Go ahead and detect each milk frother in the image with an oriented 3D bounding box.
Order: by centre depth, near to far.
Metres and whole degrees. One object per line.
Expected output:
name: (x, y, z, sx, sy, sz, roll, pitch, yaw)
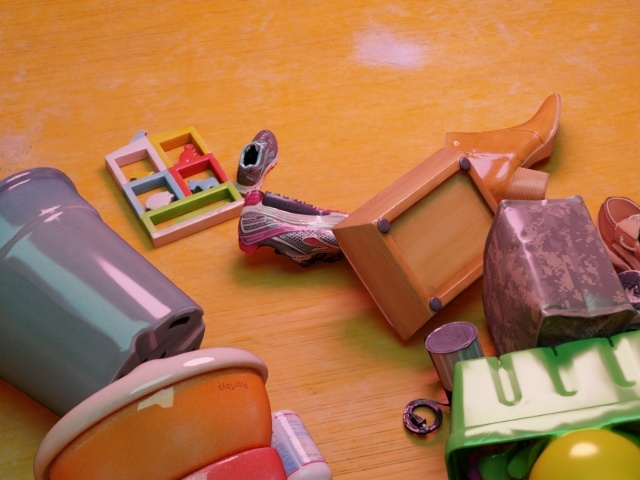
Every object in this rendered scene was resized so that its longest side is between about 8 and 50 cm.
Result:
milk frother: (0.189, 0.219, 1.639, 0.143, 0.135, 0.129, -38, 27, -33)

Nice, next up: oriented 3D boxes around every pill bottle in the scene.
pill bottle: (-0.037, 0.338, 1.563, 0.087, 0.087, 0.160, -21, 51, -18)

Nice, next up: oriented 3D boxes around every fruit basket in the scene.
fruit basket: (0.357, 0.320, 1.417, 0.391, 0.283, 0.392, -6, 49, 7)

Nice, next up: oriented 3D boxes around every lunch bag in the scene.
lunch bag: (0.348, 0.113, 1.639, 0.168, 0.287, 0.235, -3, 48, -11)

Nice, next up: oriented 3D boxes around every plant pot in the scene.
plant pot: (-0.382, 0.117, 1.624, 0.334, 0.341, 0.341, 34, 56, 18)

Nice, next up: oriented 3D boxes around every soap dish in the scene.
soap dish: (0.191, -0.003, 1.789, 0.290, 0.118, 0.229, -36, 96, -30)

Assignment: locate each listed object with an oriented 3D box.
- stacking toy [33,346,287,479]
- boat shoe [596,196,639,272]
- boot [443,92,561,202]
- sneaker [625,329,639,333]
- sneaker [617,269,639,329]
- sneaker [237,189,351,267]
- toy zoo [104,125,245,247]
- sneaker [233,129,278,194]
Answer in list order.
stacking toy: (-0.142, 0.415, 1.394, 0.350, 0.351, 0.480, -22, 67, -19)
boat shoe: (0.579, 0.010, 1.818, 0.122, 0.120, 0.324, -3, 35, -9)
boot: (0.349, -0.195, 2.039, 0.211, 0.104, 0.295, 12, 53, 10)
sneaker: (0.485, 0.228, 1.661, 0.153, 0.094, 0.235, 0, 47, 2)
sneaker: (0.487, 0.111, 1.694, 0.109, 0.275, 0.107, 19, 85, -14)
sneaker: (0.000, 0.000, 1.869, 0.299, 0.121, 0.112, 14, 84, 0)
toy zoo: (-0.290, -0.122, 2.020, 0.192, 0.030, 0.293, -22, 52, -19)
sneaker: (-0.121, -0.166, 2.029, 0.064, 0.076, 0.167, 10, 48, 8)
